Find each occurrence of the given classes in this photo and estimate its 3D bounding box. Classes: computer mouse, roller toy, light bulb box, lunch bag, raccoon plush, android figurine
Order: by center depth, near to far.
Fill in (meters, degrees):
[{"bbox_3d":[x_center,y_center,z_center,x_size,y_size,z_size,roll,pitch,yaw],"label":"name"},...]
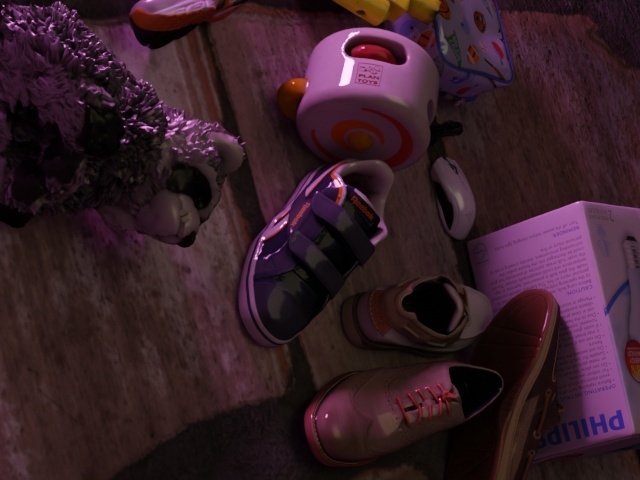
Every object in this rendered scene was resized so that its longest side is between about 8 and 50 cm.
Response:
[{"bbox_3d":[-0.255,-0.195,1.623,0.299,0.216,0.446,-2,75,-57],"label":"raccoon plush"},{"bbox_3d":[0.064,-0.189,1.974,0.209,0.191,0.146,37,50,-33],"label":"roller toy"},{"bbox_3d":[0.069,-0.435,2.076,0.273,0.056,0.248,30,58,-20],"label":"android figurine"},{"bbox_3d":[0.208,-0.098,2.214,0.106,0.042,0.193,-6,79,-50],"label":"computer mouse"},{"bbox_3d":[0.453,0.150,2.242,0.358,0.225,0.361,3,71,-48],"label":"light bulb box"},{"bbox_3d":[0.199,-0.368,2.268,0.243,0.115,0.303,8,68,-49],"label":"lunch bag"}]

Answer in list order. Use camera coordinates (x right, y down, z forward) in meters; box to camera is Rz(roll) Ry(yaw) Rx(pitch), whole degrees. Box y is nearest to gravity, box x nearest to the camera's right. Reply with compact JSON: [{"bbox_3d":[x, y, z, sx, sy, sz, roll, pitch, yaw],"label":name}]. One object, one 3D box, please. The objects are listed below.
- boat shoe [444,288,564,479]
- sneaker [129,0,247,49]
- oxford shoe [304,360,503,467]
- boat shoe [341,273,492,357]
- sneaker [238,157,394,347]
[{"bbox_3d":[0.288,0.242,2.066,0.123,0.123,0.342,33,67,-38],"label":"boat shoe"},{"bbox_3d":[-0.184,-0.336,1.848,0.121,0.099,0.262,57,33,-3],"label":"sneaker"},{"bbox_3d":[0.116,0.217,1.905,0.348,0.130,0.123,-15,85,-50],"label":"oxford shoe"},{"bbox_3d":[0.166,0.108,2.030,0.302,0.103,0.113,-3,77,-49],"label":"boat shoe"},{"bbox_3d":[0.000,0.000,1.875,0.126,0.127,0.321,48,45,-25],"label":"sneaker"}]
